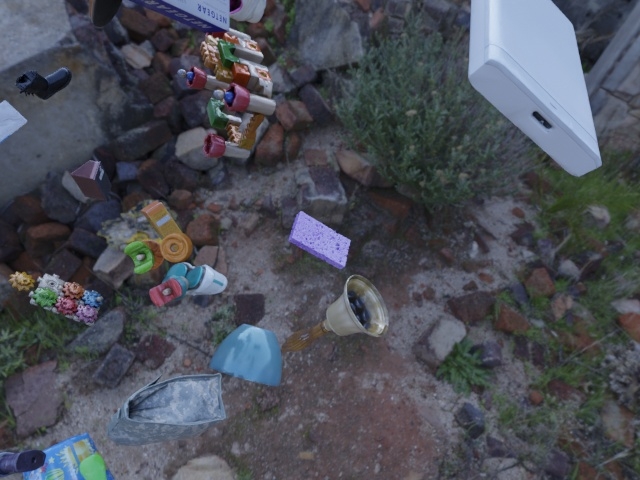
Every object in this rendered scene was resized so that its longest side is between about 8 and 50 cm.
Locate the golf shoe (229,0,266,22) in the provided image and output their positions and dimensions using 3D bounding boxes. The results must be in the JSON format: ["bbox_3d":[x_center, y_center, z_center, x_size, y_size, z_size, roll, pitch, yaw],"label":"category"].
[{"bbox_3d":[-0.228,-0.843,1.317,0.140,0.306,0.115,-27,64,-38],"label":"golf shoe"}]

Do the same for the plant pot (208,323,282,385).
[{"bbox_3d":[-0.277,0.449,1.676,0.290,0.290,0.195,17,75,-3],"label":"plant pot"}]

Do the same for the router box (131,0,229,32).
[{"bbox_3d":[-0.332,-0.678,0.948,0.082,0.301,0.335,8,15,20],"label":"router box"}]

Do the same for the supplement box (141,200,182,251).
[{"bbox_3d":[-0.646,-0.048,1.746,0.080,0.233,0.078,-43,32,-25],"label":"supplement box"}]

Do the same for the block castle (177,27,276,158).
[{"bbox_3d":[-0.352,-0.540,1.479,0.213,0.303,0.453,4,54,-37],"label":"block castle"}]

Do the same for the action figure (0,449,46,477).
[{"bbox_3d":[-0.638,0.425,0.711,0.285,0.099,0.185,-1,68,-3],"label":"action figure"}]

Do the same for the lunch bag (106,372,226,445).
[{"bbox_3d":[-0.466,0.503,1.234,0.287,0.235,0.169,8,53,-36],"label":"lunch bag"}]

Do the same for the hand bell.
[{"bbox_3d":[0.005,0.177,0.848,0.126,0.242,0.126,35,37,-32],"label":"hand bell"}]

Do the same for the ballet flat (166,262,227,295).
[{"bbox_3d":[-0.474,0.161,1.589,0.139,0.400,0.139,3,85,-36],"label":"ballet flat"}]

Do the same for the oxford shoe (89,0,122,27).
[{"bbox_3d":[-0.495,-0.596,0.940,0.076,0.212,0.076,34,32,4],"label":"oxford shoe"}]

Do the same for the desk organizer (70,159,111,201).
[{"bbox_3d":[-0.529,-0.139,0.965,0.050,0.130,0.047,12,70,-13],"label":"desk organizer"}]

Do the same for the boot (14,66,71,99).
[{"bbox_3d":[-0.730,-0.424,1.096,0.121,0.099,0.045,-40,93,0],"label":"boot"}]

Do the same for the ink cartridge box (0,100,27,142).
[{"bbox_3d":[-0.782,-0.266,0.993,0.181,0.061,0.104,7,53,46],"label":"ink cartridge box"}]

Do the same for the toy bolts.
[{"bbox_3d":[-0.493,0.084,1.384,0.218,0.158,0.228,-22,94,2],"label":"toy bolts"}]

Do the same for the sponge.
[{"bbox_3d":[0.000,0.000,1.398,0.210,0.031,0.117,30,51,-17],"label":"sponge"}]

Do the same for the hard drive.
[{"bbox_3d":[0.321,-0.291,0.633,0.233,0.047,0.353,30,53,-21],"label":"hard drive"}]

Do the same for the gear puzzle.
[{"bbox_3d":[-1.025,0.201,1.628,0.339,0.044,0.175,34,26,-31],"label":"gear puzzle"}]

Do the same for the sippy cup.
[{"bbox_3d":[-0.692,0.675,1.145,0.305,0.240,0.224,-28,77,-4],"label":"sippy cup"}]
